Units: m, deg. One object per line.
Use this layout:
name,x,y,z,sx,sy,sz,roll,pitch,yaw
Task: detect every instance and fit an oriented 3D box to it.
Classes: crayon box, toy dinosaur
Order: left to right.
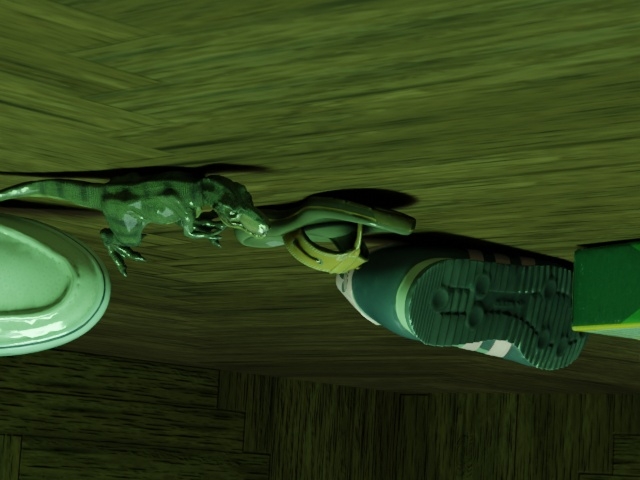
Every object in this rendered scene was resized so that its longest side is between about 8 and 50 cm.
toy dinosaur,-0.146,-0.021,1.417,0.268,0.064,0.118,0,157,24
crayon box,0.409,0.045,1.562,0.203,0.083,0.323,9,171,-35

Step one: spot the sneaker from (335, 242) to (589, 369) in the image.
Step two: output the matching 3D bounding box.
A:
sneaker,0.149,0.053,1.736,0.131,0.112,0.319,19,-179,42

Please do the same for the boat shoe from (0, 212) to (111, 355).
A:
boat shoe,-0.366,0.008,1.528,0.367,0.136,0.156,13,168,-2

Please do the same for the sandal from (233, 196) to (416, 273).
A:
sandal,0.000,0.000,1.494,0.090,0.060,0.219,10,169,-40
